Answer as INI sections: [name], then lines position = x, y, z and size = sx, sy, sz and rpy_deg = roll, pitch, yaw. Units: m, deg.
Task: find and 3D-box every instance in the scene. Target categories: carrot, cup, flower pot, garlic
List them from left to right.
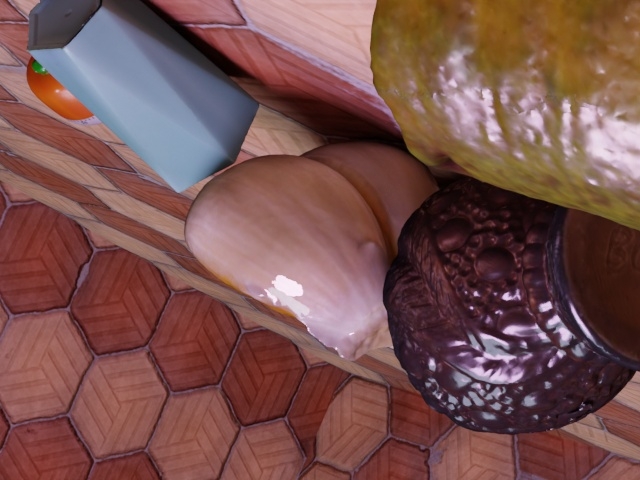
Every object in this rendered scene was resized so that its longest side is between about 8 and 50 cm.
[cup]
position = -0.189, -0.168, 1.462
size = 0.148, 0.134, 0.235
rpy_deg = 39, 180, 45
[garlic]
position = 0.000, 0.000, 1.514
size = 0.313, 0.286, 0.249
rpy_deg = 41, 150, 48
[flower pot]
position = 0.227, 0.042, 1.316
size = 0.266, 0.266, 0.267
rpy_deg = 27, 158, -16
[carrot]
position = 0.180, -0.118, 0.636
size = 0.340, 0.241, 0.241
rpy_deg = 17, 167, 37

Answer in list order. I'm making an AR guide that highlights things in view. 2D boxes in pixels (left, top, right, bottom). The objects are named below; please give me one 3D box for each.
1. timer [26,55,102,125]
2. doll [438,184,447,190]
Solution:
[timer]
position = -0.291, -0.199, 1.655
size = 0.136, 0.099, 0.136
rpy_deg = 19, 156, 9
[doll]
position = 0.165, -0.014, 1.646
size = 0.106, 0.062, 0.162
rpy_deg = 21, 171, 40
